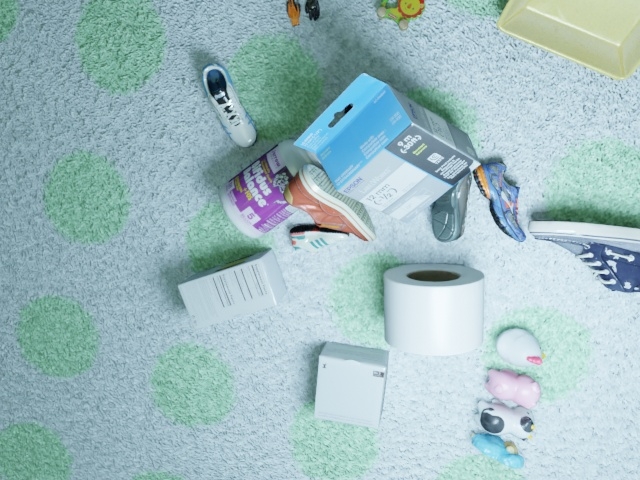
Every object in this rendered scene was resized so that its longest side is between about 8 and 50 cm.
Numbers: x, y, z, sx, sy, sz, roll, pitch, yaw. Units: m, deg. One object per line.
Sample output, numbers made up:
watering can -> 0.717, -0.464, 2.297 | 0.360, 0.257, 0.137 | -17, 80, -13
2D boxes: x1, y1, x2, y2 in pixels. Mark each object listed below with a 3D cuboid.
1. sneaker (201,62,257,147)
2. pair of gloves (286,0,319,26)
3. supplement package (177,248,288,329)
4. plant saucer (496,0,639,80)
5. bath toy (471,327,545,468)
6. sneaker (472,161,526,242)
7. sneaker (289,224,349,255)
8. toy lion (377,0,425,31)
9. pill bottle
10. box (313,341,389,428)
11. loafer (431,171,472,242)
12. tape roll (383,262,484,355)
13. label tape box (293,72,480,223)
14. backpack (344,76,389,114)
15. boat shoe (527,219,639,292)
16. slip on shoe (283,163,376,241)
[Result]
sneaker -> -0.243, -0.349, 1.616 | 0.085, 0.086, 0.237 | -26, 96, 13
pair of gloves -> -0.043, -0.585, 1.567 | 0.083, 0.010, 0.074 | -10, 97, 10
supplement package -> -0.232, 0.129, 1.678 | 0.244, 0.139, 0.133 | -18, 98, 13
plant saucer -> 0.604, -0.548, 1.333 | 0.333, 0.081, 0.332 | 23, 143, 1
bath toy -> 0.499, 0.400, 1.589 | 0.151, 0.129, 0.348 | 2, 104, -24
sneaker -> 0.458, -0.096, 1.527 | 0.087, 0.083, 0.221 | -27, 98, 8
sneaker -> 0.000, 0.000, 1.656 | 0.161, 0.057, 0.075 | -1, 117, 10
toy lion -> 0.201, -0.569, 1.513 | 0.100, 0.034, 0.096 | 31, 98, 5
pill bottle -> -0.097, -0.150, 1.580 | 0.301, 0.169, 0.169 | -35, 92, 15
box -> 0.085, 0.387, 1.673 | 0.181, 0.119, 0.181 | 8, 102, 10
loafer -> 0.333, -0.130, 1.556 | 0.096, 0.084, 0.267 | 12, 101, 41
tape roll -> 0.278, 0.163, 1.527 | 0.246, 0.246, 0.169 | 0, 100, 12
label tape box -> 0.152, -0.197, 1.416 | 0.348, 0.115, 0.249 | 20, 134, -36
backpack -> 0.132, -0.324, 1.493 | 0.152, 0.182, 0.115 | 36, 105, 4
boat shoe -> 0.665, 0.040, 1.482 | 0.341, 0.127, 0.158 | 7, 94, 9
slip on shoe -> 0.031, -0.077, 1.521 | 0.101, 0.331, 0.123 | -33, 53, 23
